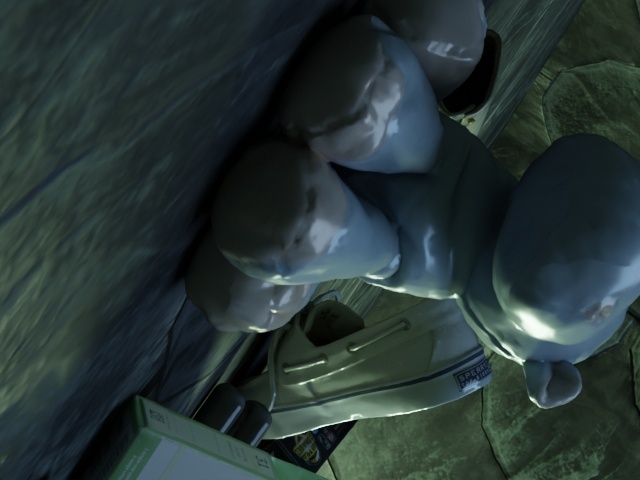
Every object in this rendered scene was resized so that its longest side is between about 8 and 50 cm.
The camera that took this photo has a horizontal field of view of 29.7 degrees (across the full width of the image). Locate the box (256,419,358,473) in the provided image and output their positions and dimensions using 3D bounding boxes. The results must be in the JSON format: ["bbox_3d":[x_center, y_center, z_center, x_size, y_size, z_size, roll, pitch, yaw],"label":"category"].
[{"bbox_3d":[-0.093,0.301,1.513,0.293,0.073,0.295,-41,178,19],"label":"box"}]

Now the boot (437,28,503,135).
[{"bbox_3d":[0.115,-0.103,1.220,0.213,0.077,0.165,-59,175,-9],"label":"boot"}]

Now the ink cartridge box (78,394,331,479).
[{"bbox_3d":[-0.077,0.232,0.883,0.171,0.235,0.056,-56,-156,12],"label":"ink cartridge box"}]

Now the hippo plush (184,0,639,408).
[{"bbox_3d":[0.073,0.009,0.739,0.234,0.236,0.294,-52,173,-25],"label":"hippo plush"}]

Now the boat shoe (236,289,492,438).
[{"bbox_3d":[0.009,0.113,1.295,0.135,0.157,0.367,-22,-178,-42],"label":"boat shoe"}]

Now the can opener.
[{"bbox_3d":[-0.163,0.270,1.252,0.283,0.076,0.095,-55,-154,-2],"label":"can opener"}]
